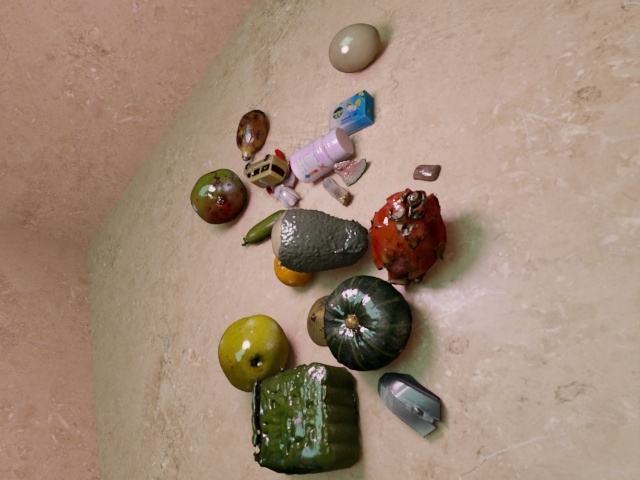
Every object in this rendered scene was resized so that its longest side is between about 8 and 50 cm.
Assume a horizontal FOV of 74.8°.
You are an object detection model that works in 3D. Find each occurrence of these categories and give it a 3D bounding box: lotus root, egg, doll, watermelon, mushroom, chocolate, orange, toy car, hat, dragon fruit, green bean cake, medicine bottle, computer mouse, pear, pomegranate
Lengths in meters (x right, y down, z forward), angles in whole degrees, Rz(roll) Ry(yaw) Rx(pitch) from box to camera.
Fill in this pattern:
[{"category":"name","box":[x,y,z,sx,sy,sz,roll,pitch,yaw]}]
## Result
[{"category":"lotus root","box":[-0.371,-0.572,2.239,0.169,0.141,0.315,-4,70,47]},{"category":"egg","box":[0.149,-0.845,1.842,0.241,0.186,0.186,-19,59,25]},{"category":"doll","box":[-0.186,-0.283,1.976,0.188,0.099,0.384,-46,40,20]},{"category":"watermelon","box":[0.123,-0.284,1.702,0.155,0.080,0.101,-19,68,19]},{"category":"mushroom","box":[0.063,-0.207,1.737,0.059,0.054,0.202,-51,40,6]},{"category":"chocolate","box":[0.368,-0.245,1.475,0.100,0.031,0.065,17,79,47]},{"category":"orange","box":[-0.105,0.098,1.682,0.177,0.155,0.178,-20,49,25]},{"category":"toy car","box":[-0.264,-0.306,1.929,0.256,0.101,0.125,-11,60,47]},{"category":"hat","box":[-0.003,0.289,1.546,0.193,0.082,0.193,-18,61,36]},{"category":"doll","box":[0.000,0.000,1.524,0.349,0.247,0.248,2,69,7]},{"category":"dragon fruit","box":[0.276,-0.011,1.311,0.250,0.250,0.315,-3,112,42]},{"category":"green bean cake","box":[-0.052,0.574,1.368,0.319,0.218,0.335,-28,56,31]},{"category":"medicine bottle","box":[0.006,-0.360,1.782,0.254,0.152,0.152,-28,54,32]},{"category":"computer mouse","box":[0.252,0.472,1.229,0.231,0.071,0.126,29,92,46]},{"category":"pear","box":[-0.251,0.425,1.586,0.294,0.294,0.295,-20,59,36]},{"category":"pomegranate","box":[-0.524,-0.248,2.153,0.291,0.290,0.324,-44,39,20]}]

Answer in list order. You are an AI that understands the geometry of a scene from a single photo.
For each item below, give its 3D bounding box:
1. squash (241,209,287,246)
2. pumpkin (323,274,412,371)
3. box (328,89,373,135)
[{"category":"squash","box":[-0.261,-0.051,1.943,0.331,0.087,0.087,-29,54,33]},{"category":"pumpkin","box":[0.146,0.263,1.334,0.299,0.207,0.301,-6,78,32]},{"category":"box","box":[0.131,-0.536,1.798,0.194,0.073,0.140,-17,61,38]}]
